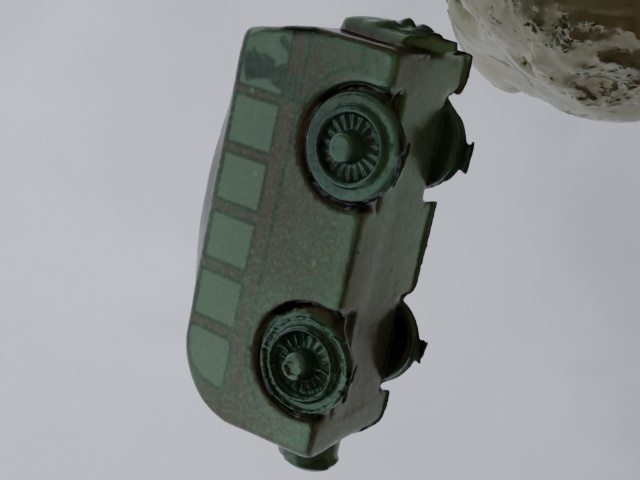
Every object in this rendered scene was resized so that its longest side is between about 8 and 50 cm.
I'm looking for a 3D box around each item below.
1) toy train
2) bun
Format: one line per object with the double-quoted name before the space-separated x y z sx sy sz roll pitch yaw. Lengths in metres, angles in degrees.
"toy train" 0.000 0.000 0.810 0.129 0.159 0.326 -12 -62 -55
"bun" 0.208 -0.260 0.976 0.362 0.234 0.326 -50 -52 -62
